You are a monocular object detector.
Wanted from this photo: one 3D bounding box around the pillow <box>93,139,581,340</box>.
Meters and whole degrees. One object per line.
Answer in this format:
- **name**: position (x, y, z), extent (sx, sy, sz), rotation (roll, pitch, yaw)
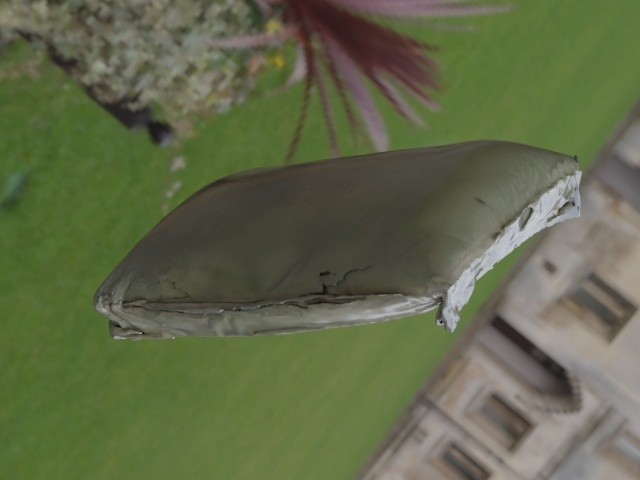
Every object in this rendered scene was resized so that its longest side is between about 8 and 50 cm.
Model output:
- **pillow**: position (0.000, 0.000, 0.626), extent (0.208, 0.053, 0.119), rotation (-4, -148, 40)
